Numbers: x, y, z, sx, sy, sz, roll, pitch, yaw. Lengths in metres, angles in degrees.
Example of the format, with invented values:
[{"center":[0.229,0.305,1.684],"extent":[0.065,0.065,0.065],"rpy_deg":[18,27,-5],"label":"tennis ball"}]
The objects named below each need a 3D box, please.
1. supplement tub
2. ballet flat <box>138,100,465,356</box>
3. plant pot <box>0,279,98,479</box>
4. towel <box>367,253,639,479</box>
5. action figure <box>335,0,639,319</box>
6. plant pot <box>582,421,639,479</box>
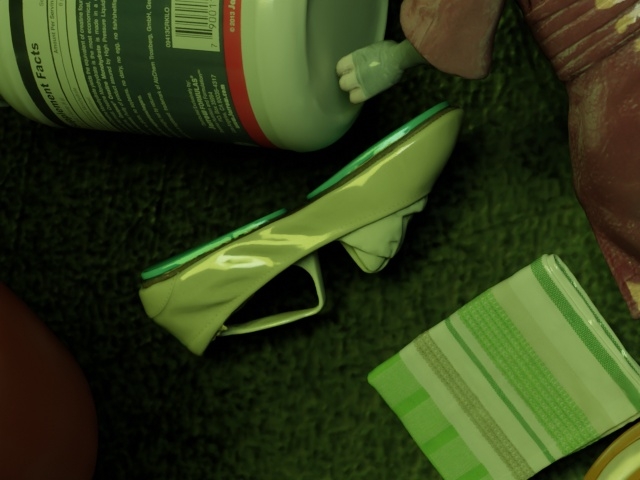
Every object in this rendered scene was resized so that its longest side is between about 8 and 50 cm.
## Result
[{"center":[-0.108,-0.163,1.223],"extent":[0.272,0.191,0.191],"rpy_deg":[7,78,21],"label":"supplement tub"},{"center":[0.000,0.000,1.212],"extent":[0.248,0.086,0.086],"rpy_deg":[-29,68,11],"label":"ballet flat"},{"center":[-0.278,0.116,1.178],"extent":[0.275,0.243,0.275],"rpy_deg":[-5,73,18],"label":"plant pot"},{"center":[0.116,0.087,1.125],"extent":[0.152,0.023,0.113],"rpy_deg":[-35,91,31],"label":"towel"},{"center":[0.164,-0.122,1.050],"extent":[0.248,0.276,0.370],"rpy_deg":[-40,91,-6],"label":"action figure"},{"center":[0.222,0.177,1.017],"extent":[0.205,0.188,0.205],"rpy_deg":[-5,74,18],"label":"plant pot"}]
